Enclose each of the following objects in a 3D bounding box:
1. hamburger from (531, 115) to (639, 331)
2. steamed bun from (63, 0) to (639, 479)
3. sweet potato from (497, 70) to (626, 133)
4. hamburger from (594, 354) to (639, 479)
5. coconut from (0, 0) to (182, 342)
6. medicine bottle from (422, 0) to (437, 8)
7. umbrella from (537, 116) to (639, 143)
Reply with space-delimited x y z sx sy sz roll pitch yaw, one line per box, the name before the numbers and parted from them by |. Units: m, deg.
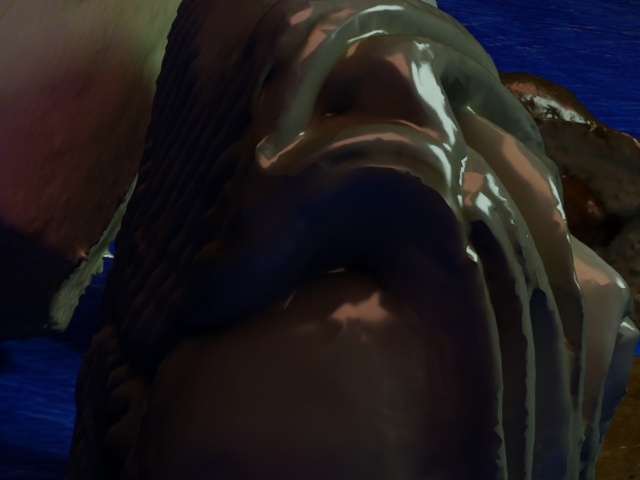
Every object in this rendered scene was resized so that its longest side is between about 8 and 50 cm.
hamburger | 0.074 0.006 1.176 0.330 0.162 0.209 0 -6 22
steamed bun | 0.014 0.047 0.882 0.219 0.309 0.324 15 7 -11
sweet potato | 0.201 -0.104 1.747 0.269 0.074 0.075 19 20 2
hamburger | 0.224 0.147 1.008 0.309 0.132 0.211 13 23 -2
coconut | -0.213 -0.083 1.065 0.297 0.309 0.297 25 -7 3
medicine bottle | -0.077 -0.148 1.484 0.190 0.190 0.332 29 24 32
umbrella | 0.275 -0.048 1.651 0.337 0.073 0.067 12 5 -6
